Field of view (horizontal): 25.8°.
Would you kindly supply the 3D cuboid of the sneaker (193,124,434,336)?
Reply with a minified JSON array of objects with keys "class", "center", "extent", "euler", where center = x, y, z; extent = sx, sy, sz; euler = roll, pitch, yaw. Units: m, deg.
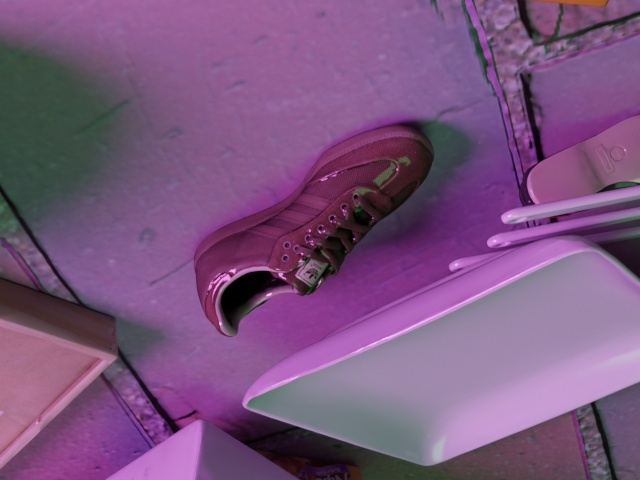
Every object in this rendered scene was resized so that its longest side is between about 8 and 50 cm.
[{"class":"sneaker","center":[0.000,0.000,0.908],"extent":[0.188,0.071,0.066],"euler":[-33,136,23]}]

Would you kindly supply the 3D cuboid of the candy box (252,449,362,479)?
[{"class":"candy box","center":[-0.050,0.257,1.208],"extent":[0.109,0.053,0.187],"euler":[14,135,-25]}]

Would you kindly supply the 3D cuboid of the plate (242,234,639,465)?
[{"class":"plate","center":[0.123,0.080,1.015],"extent":[0.277,0.045,0.278],"euler":[-26,151,25]}]

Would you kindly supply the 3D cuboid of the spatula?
[{"class":"spatula","center":[0.215,-0.023,0.927],"extent":[0.242,0.019,0.168],"euler":[-9,167,-12]}]

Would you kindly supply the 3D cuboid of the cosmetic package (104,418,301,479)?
[{"class":"cosmetic package","center":[-0.170,0.351,1.145],"extent":[0.230,0.161,0.453],"euler":[36,126,-27]}]

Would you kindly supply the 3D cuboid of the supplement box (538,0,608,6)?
[{"class":"supplement box","center":[0.049,-0.178,0.711],"extent":[0.233,0.080,0.078],"euler":[0,141,-18]}]

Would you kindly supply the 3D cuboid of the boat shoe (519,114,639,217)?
[{"class":"boat shoe","center":[0.195,-0.051,0.928],"extent":[0.133,0.049,0.042],"euler":[-19,176,-7]}]

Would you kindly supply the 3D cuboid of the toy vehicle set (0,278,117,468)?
[{"class":"toy vehicle set","center":[-0.289,0.118,0.996],"extent":[0.166,0.035,0.267],"euler":[24,128,-36]}]
